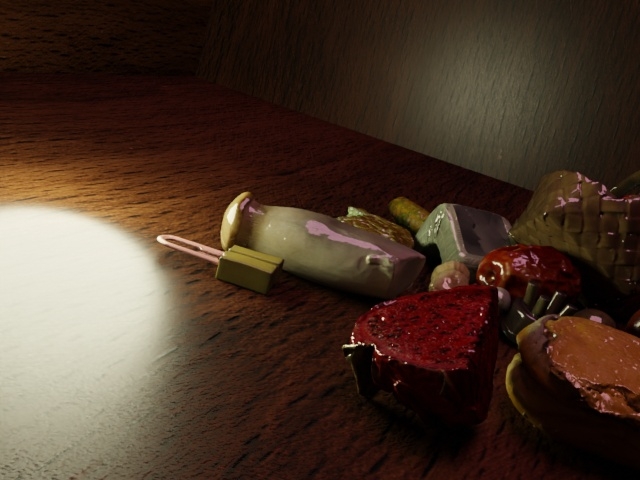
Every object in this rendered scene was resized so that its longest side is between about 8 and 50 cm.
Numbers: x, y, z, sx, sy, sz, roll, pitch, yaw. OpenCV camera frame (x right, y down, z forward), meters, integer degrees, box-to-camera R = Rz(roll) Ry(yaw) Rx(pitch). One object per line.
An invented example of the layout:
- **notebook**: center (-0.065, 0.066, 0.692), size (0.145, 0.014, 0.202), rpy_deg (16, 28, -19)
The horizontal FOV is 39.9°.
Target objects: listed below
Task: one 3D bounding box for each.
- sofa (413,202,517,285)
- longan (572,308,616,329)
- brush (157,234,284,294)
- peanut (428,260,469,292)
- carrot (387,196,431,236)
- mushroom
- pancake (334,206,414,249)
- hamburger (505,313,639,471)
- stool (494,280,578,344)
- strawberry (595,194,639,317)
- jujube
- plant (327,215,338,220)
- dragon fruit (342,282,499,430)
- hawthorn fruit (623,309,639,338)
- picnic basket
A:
- **sofa**: center (0.344, 0.047, 2.076), size (0.210, 0.176, 0.225), rpy_deg (10, 45, -23)
- **longan**: center (0.526, 0.186, 1.750), size (0.119, 0.106, 0.106), rpy_deg (-22, -12, 38)
- **brush**: center (-0.190, 0.033, 1.619), size (0.233, 0.047, 0.103), rpy_deg (17, 15, 5)
- **peanut**: center (0.270, 0.090, 1.845), size (0.082, 0.082, 0.187), rpy_deg (18, 16, 7)
- **carrot**: center (0.248, -0.054, 2.333), size (0.082, 0.082, 0.173), rpy_deg (4, 26, -38)
- **mushroom**: center (0.004, 0.018, 1.707), size (0.407, 0.138, 0.154), rpy_deg (14, 27, 1)
- **pancake**: center (0.122, -0.013, 2.111), size (0.197, 0.054, 0.376), rpy_deg (16, 13, -8)
- **hamburger**: center (0.429, 0.232, 1.343), size (0.318, 0.158, 0.319), rpy_deg (16, 15, -5)
- **stool**: center (0.398, 0.143, 1.715), size (0.217, 0.121, 0.125), rpy_deg (26, 20, 14)
- **strawberry**: center (0.722, 0.054, 2.198), size (0.311, 0.267, 0.351), rpy_deg (-6, 40, 18)
- **jujube**: center (0.444, 0.086, 1.868), size (0.250, 0.174, 0.174), rpy_deg (10, 16, -37)
- **plant**: center (0.000, 0.000, 1.865), size (0.094, 0.092, 0.143), rpy_deg (10, 20, 7)
- **dragon fruit**: center (0.149, 0.185, 1.289), size (0.205, 0.152, 0.317), rpy_deg (0, 18, 20)
- **hawthorn fruit**: center (0.706, 0.193, 1.788), size (0.169, 0.169, 0.188), rpy_deg (24, 18, 27)
- **picnic basket**: center (0.645, -0.051, 1.981), size (0.337, 0.337, 0.293), rpy_deg (14, -14, -8)
